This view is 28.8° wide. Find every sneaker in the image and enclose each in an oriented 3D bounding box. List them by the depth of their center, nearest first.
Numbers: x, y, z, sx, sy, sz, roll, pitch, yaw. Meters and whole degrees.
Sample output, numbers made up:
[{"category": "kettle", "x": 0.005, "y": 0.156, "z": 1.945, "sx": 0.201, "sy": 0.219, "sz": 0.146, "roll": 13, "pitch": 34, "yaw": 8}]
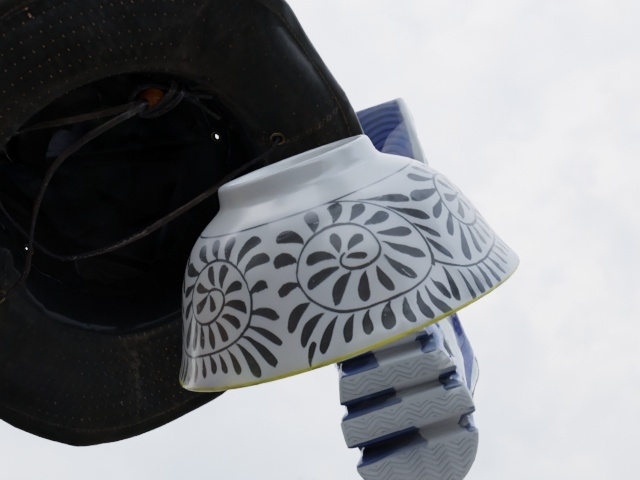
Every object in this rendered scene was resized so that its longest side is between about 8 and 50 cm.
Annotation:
[{"category": "sneaker", "x": 0.054, "y": 0.057, "z": 1.034, "sx": 0.127, "sy": 0.316, "sz": 0.182, "roll": -13, "pitch": -11, "yaw": 7}]

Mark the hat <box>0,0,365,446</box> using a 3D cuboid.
[{"category": "hat", "x": -0.134, "y": -0.038, "z": 0.784, "sx": 0.331, "sy": 0.134, "sz": 0.331, "roll": -16, "pitch": -55, "yaw": -23}]

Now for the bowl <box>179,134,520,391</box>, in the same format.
[{"category": "bowl", "x": 0.000, "y": 0.000, "z": 0.581, "sx": 0.170, "sy": 0.080, "sz": 0.170, "roll": -20, "pitch": 6, "yaw": 2}]
